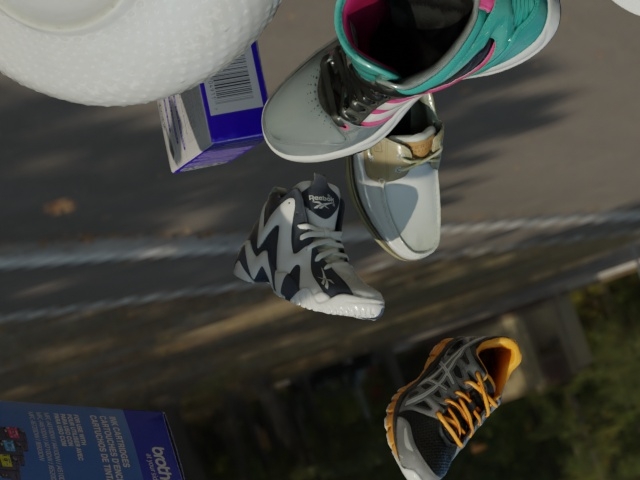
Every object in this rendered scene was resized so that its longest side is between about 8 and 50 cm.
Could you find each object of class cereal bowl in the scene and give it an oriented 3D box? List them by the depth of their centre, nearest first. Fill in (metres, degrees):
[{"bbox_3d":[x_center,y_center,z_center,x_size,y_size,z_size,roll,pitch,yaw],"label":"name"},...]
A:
[{"bbox_3d":[-0.194,-0.262,1.255,0.339,0.339,0.141,-21,-166,23],"label":"cereal bowl"}]

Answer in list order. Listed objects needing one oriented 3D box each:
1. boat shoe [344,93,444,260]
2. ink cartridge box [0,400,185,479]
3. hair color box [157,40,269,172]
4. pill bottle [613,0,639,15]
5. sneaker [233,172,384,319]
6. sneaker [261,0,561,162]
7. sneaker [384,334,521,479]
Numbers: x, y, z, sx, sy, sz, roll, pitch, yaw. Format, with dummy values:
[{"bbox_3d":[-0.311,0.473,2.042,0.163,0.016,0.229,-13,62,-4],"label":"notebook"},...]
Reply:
[{"bbox_3d":[0.094,-0.117,1.899,0.113,0.302,0.103,-23,-169,-31],"label":"boat shoe"},{"bbox_3d":[-0.308,0.308,1.585,0.395,0.151,0.270,9,125,-25],"label":"ink cartridge box"},{"bbox_3d":[-0.170,-0.220,2.346,0.110,0.185,0.339,-11,179,-17],"label":"hair color box"},{"bbox_3d":[0.404,-0.361,1.644,0.204,0.204,0.361,-22,-168,30],"label":"pill bottle"},{"bbox_3d":[0.000,0.000,1.832,0.094,0.153,0.235,12,-174,-38],"label":"sneaker"},{"bbox_3d":[0.042,-0.152,1.289,0.295,0.124,0.178,-27,165,25],"label":"sneaker"},{"bbox_3d":[0.130,0.157,1.485,0.083,0.084,0.215,-19,-155,36],"label":"sneaker"}]
